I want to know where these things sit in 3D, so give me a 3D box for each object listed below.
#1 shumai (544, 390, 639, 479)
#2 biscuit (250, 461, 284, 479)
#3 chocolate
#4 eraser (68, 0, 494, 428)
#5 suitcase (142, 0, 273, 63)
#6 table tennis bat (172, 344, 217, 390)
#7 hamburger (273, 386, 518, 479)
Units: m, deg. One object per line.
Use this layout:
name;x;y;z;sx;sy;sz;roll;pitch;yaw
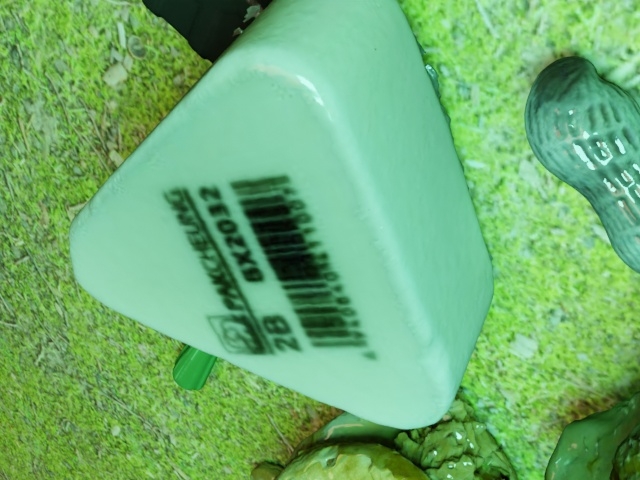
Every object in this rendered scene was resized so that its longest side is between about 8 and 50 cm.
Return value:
shumai;0.271;0.138;0.670;0.222;0.203;0.272;35;116;-20
biscuit;0.010;0.356;1.149;0.153;0.030;0.234;-1;117;44
chocolate;0.196;-0.046;0.671;0.167;0.072;0.072;51;138;-3
eraser;0.000;0.000;0.772;0.331;0.150;0.331;14;135;14
suitcase;-0.054;-0.260;0.743;0.206;0.066;0.285;42;138;9
table tennis bat;-0.098;0.079;1.045;0.160;0.039;0.257;45;136;10
hamburger;0.067;0.262;0.915;0.243;0.146;0.285;14;110;21
